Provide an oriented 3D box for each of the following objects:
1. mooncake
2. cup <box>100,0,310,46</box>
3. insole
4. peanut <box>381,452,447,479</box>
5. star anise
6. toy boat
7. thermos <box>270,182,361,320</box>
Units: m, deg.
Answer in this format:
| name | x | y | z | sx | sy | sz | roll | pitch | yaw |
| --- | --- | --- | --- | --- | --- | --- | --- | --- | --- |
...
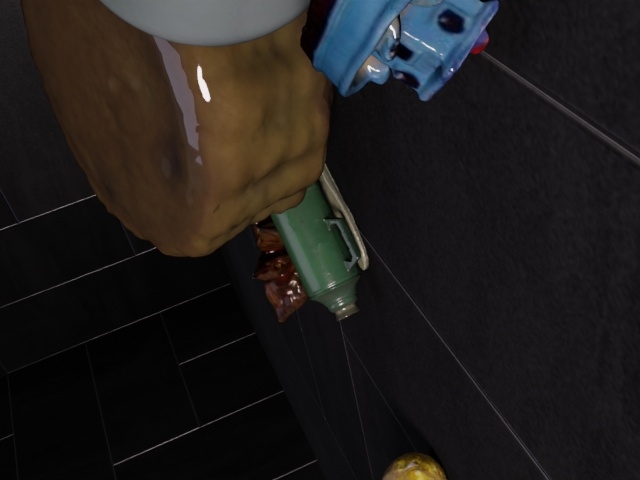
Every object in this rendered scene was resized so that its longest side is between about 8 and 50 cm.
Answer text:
| name | x | y | z | sx | sy | sz | roll | pitch | yaw |
| --- | --- | --- | --- | --- | --- | --- | --- | --- | --- |
| mooncake | -0.134 | -0.158 | 0.730 | 0.324 | 0.187 | 0.324 | 29 | 134 | 35 |
| cup | -0.070 | -0.253 | 0.398 | 0.312 | 0.205 | 0.205 | 109 | 138 | -74 |
| insole | 0.014 | -0.052 | 0.876 | 0.063 | 0.010 | 0.192 | 100 | 146 | -70 |
| peanut | 0.118 | 0.336 | 0.922 | 0.207 | 0.087 | 0.087 | 80 | 164 | -44 |
| star anise | -0.050 | 0.006 | 1.039 | 0.212 | 0.111 | 0.196 | -121 | 18 | -72 |
| toy boat | 0.046 | -0.127 | 0.415 | 0.097 | 0.100 | 0.223 | 33 | 175 | -3 |
| thermos | -0.002 | 0.001 | 0.868 | 0.188 | 0.083 | 0.073 | 65 | -171 | 4 |
